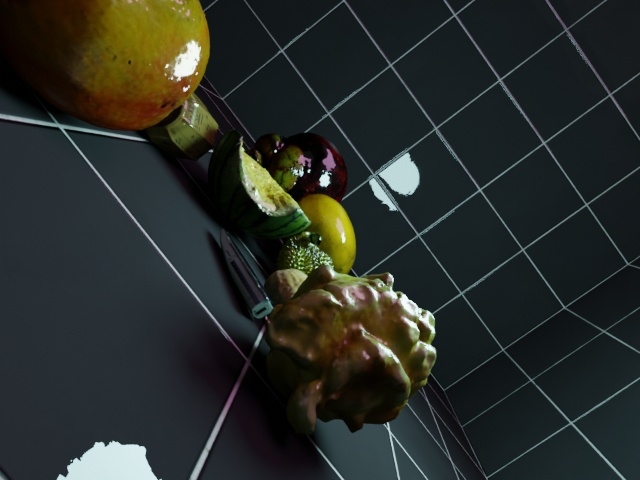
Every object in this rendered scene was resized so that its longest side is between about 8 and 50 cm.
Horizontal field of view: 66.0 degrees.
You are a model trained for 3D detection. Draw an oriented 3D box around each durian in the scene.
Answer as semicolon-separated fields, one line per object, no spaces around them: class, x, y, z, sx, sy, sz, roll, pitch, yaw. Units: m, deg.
durian;-0.053;0.084;1.354;0.146;0.159;0.198;-1;-60;59

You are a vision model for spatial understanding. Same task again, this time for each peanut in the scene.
peanut;-0.062;0.142;1.121;0.129;0.129;0.224;49;6;-31

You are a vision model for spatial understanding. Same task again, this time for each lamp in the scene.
lamp;-0.350;-0.291;1.232;0.161;0.161;0.185;55;0;18

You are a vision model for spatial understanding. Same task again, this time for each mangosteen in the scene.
mangosteen;-0.109;-0.234;1.921;0.381;0.421;0.381;177;-90;-74

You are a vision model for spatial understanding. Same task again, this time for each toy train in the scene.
toy train;-0.178;0.063;1.066;0.252;0.048;0.055;51;-7;38

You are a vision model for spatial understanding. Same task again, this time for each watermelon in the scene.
watermelon;-0.194;-0.122;1.332;0.331;0.189;0.331;52;-7;9

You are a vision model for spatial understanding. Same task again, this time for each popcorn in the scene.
popcorn;0.040;0.188;0.886;0.335;0.275;0.279;9;-10;-16

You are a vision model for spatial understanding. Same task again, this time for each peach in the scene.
peach;-0.369;-0.367;0.826;0.289;0.373;0.373;3;-36;45

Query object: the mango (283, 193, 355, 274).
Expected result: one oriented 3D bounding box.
mango;0.000;0.000;1.595;0.445;0.232;0.300;140;-65;-82
